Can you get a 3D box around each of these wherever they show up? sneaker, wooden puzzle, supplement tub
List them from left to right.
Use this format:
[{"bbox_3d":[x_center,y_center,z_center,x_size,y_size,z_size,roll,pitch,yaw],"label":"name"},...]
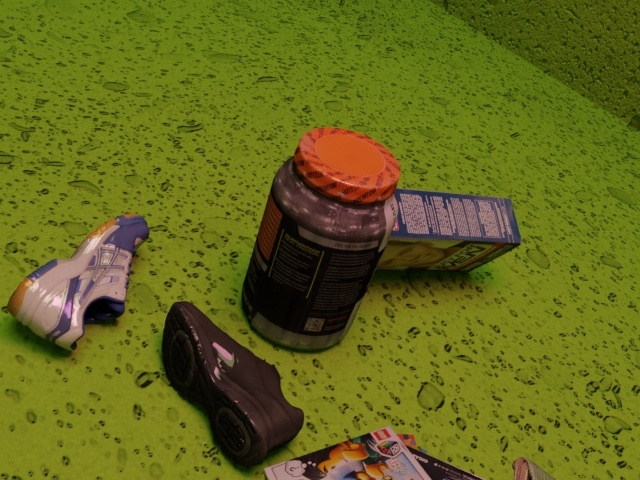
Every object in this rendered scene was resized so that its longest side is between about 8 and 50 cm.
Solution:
[{"bbox_3d":[-0.354,0.067,1.146,0.131,0.112,0.296,41,40,-1],"label":"sneaker"},{"bbox_3d":[-0.136,0.203,1.070,0.130,0.109,0.286,-9,51,-47],"label":"sneaker"},{"bbox_3d":[0.000,0.000,1.174,0.207,0.338,0.207,13,37,-10],"label":"supplement tub"},{"bbox_3d":[0.126,0.320,1.101,0.083,0.006,0.049,7,38,-17],"label":"wooden puzzle"}]

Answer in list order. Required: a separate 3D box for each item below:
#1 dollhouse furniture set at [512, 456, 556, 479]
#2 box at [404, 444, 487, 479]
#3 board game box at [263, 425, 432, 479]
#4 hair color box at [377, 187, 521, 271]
[{"bbox_3d":[0.324,0.412,0.827,0.197,0.151,0.302,38,47,-15],"label":"dollhouse furniture set"},{"bbox_3d":[0.169,0.385,0.959,0.220,0.051,0.175,19,34,22],"label":"box"},{"bbox_3d":[0.068,0.360,0.869,0.192,0.053,0.305,-14,26,-18],"label":"board game box"},{"bbox_3d":[0.197,-0.015,1.386,0.347,0.174,0.105,3,67,-28],"label":"hair color box"}]
